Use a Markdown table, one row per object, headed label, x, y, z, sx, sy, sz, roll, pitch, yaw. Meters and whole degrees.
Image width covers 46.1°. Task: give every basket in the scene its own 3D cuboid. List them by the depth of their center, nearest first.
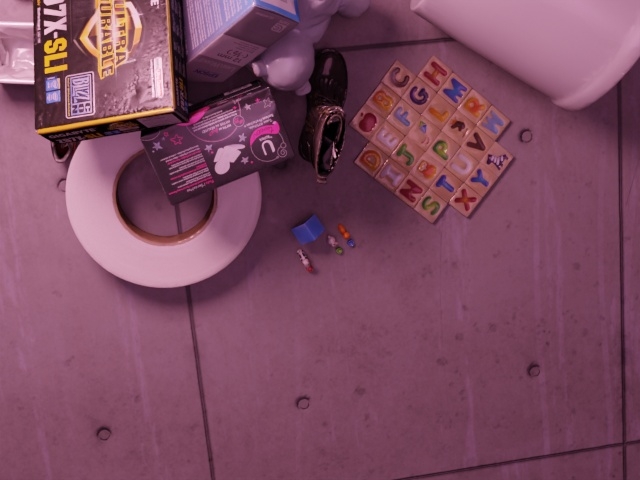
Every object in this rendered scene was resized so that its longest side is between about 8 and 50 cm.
| label | x | y | z | sx | sy | sz | roll | pitch | yaw |
| --- | --- | --- | --- | --- | --- | --- | --- | --- | --- |
| basket | -0.556 | -0.357 | 1.444 | 0.167 | 0.103 | 0.113 | 0 | 100 | -9 |

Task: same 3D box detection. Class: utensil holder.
| label | x | y | z | sx | sy | sz | roll | pitch | yaw |
| --- | --- | --- | --- | --- | --- | --- | --- | --- | --- |
| utensil holder | 0.414 | -0.486 | 1.455 | 0.385 | 0.327 | 0.328 | 28 | 96 | -9 |

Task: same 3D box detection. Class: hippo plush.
| label | x | y | z | sx | sy | sz | roll | pitch | yaw |
| --- | --- | --- | --- | --- | --- | --- | --- | --- | --- |
| hippo plush | -0.028 | -0.400 | 1.442 | 0.234 | 0.294 | 0.237 | 5 | 110 | -42 |

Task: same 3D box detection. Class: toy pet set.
| label | x | y | z | sx | sy | sz | roll | pitch | yaw |
| --- | --- | --- | --- | --- | --- | --- | --- | --- | --- |
| toy pet set | 0.000 | 0.000 | 1.612 | 0.122 | 0.065 | 0.114 | -34 | 103 | -1 |

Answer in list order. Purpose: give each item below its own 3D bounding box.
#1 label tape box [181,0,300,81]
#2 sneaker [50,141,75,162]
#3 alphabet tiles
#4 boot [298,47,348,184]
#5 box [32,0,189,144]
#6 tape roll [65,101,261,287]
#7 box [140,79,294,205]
| label | x | y | z | sx | sy | sz | roll | pitch | yaw |
| --- | --- | --- | --- | --- | --- | --- | --- | --- | --- |
| label tape box | -0.199 | -0.437 | 1.377 | 0.115 | 0.347 | 0.249 | 5 | 70 | -41 |
| sneaker | -0.503 | -0.222 | 1.473 | 0.061 | 0.065 | 0.158 | 1 | 124 | -12 |
| alphabet tiles | 0.244 | -0.216 | 1.635 | 0.342 | 0.011 | 0.285 | 36 | 94 | -13 |
| boot | 0.019 | -0.250 | 1.483 | 0.091 | 0.229 | 0.263 | 7 | 100 | -9 |
| box | -0.371 | -0.346 | 1.320 | 0.257 | 0.079 | 0.322 | -7 | 78 | 12 |
| tape roll | -0.314 | -0.097 | 1.532 | 0.392 | 0.072 | 0.392 | -3 | 104 | -11 |
| box | -0.195 | -0.187 | 1.411 | 0.247 | 0.163 | 0.142 | -22 | 110 | -5 |
